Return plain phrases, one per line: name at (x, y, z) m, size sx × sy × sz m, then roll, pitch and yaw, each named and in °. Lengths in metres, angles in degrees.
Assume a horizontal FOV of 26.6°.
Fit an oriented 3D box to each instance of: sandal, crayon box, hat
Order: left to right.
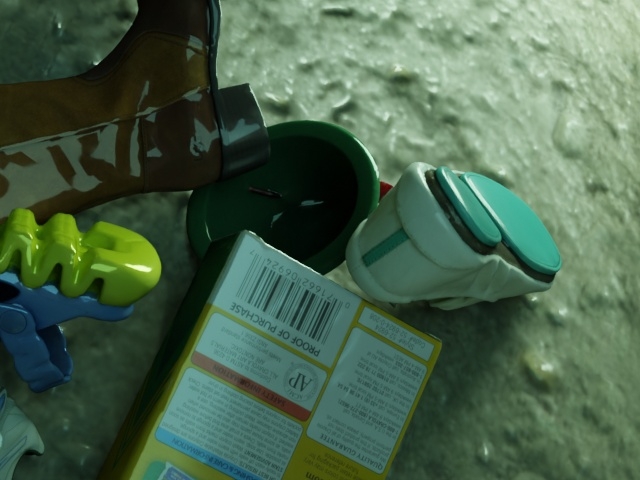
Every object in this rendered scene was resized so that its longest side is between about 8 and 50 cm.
sandal at (-0.291, 0.031, 1.040) m, size 0.317 × 0.138 × 0.126 m, roll 17°, pitch 17°, yaw -9°
crayon box at (-0.059, 0.182, 1.098) m, size 0.203 × 0.083 × 0.323 m, roll 30°, pitch 73°, yaw -18°
hat at (0.000, 0.000, 1.285) m, size 0.208 × 0.183 × 0.173 m, roll -17°, pitch 59°, yaw 8°

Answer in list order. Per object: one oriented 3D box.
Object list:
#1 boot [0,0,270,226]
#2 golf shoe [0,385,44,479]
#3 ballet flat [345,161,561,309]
boot at (-0.218, -0.140, 1.194) m, size 0.280 × 0.096 × 0.264 m, roll -16°, pitch 80°, yaw -21°
golf shoe at (-0.270, 0.197, 1.013) m, size 0.086 × 0.069 × 0.176 m, roll 47°, pitch 59°, yaw -26°
ballet flat at (0.119, 0.007, 1.254) m, size 0.139 × 0.139 × 0.400 m, roll 69°, pitch 18°, yaw 11°
